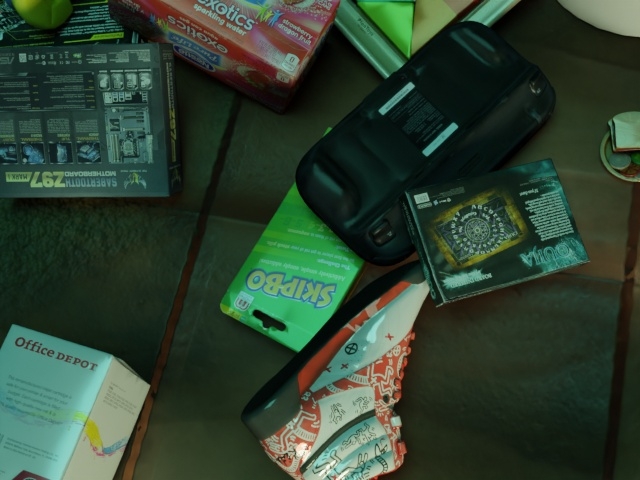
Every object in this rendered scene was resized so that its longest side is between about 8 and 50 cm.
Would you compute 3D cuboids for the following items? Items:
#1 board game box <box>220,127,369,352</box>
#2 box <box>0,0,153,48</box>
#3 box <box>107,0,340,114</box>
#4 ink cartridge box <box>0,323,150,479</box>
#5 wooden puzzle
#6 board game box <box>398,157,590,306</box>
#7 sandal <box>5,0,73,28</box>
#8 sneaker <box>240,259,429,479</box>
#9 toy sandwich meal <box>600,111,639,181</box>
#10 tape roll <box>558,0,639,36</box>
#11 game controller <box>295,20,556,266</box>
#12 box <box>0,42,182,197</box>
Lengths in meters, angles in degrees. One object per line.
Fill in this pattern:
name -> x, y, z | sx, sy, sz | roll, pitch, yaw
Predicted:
board game box -> 0.000, 0.000, 1.025 | 0.124, 0.039, 0.259 | 26, 71, 16
box -> -0.381, -0.289, 1.191 | 0.321, 0.079, 0.257 | -4, 69, 8
box -> -0.120, -0.284, 1.079 | 0.256, 0.122, 0.128 | 29, 73, -2
ink cartridge box -> -0.284, 0.200, 0.939 | 0.128, 0.127, 0.176 | 15, 71, 15
wooden puzzle -> 0.123, -0.332, 1.106 | 0.238, 0.044, 0.221 | -41, 76, 0
board game box -> 0.188, -0.011, 0.954 | 0.186, 0.026, 0.126 | -13, 78, -19
sandal -> -0.338, -0.428, 1.138 | 0.138, 0.126, 0.317 | 21, 71, 21
sneaker -> 0.054, 0.149, 0.929 | 0.270, 0.090, 0.145 | -42, 98, -27
toy sandwich meal -> 0.361, -0.108, 1.012 | 0.085, 0.029, 0.086 | -4, 67, 8
tape roll -> 0.412, -0.392, 1.086 | 0.286, 0.100, 0.286 | -3, 66, 8
game controller -> 0.124, -0.119, 1.015 | 0.166, 0.067, 0.319 | 42, 74, 16
box -> -0.290, -0.145, 1.075 | 0.232, 0.059, 0.184 | 0, 102, 10
